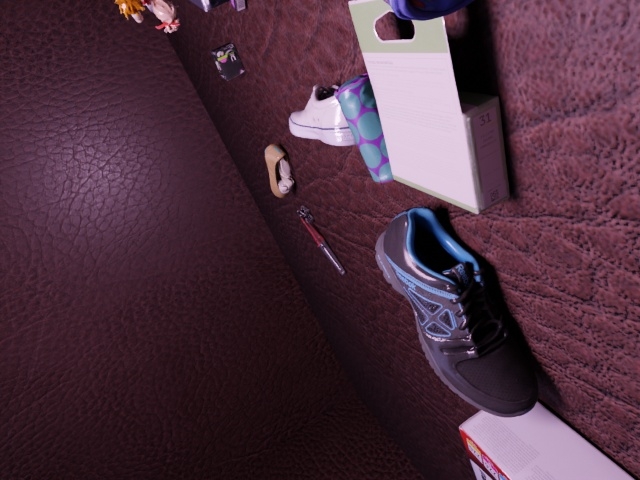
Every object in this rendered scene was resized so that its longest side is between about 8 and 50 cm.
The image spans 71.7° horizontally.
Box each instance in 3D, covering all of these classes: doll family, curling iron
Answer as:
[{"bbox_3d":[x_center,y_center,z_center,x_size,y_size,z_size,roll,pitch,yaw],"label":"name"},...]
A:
[{"bbox_3d":[-0.305,-0.411,0.642,0.163,0.118,0.263,54,168,32],"label":"doll family"},{"bbox_3d":[0.000,0.000,1.472,0.274,0.035,0.068,58,169,10],"label":"curling iron"}]

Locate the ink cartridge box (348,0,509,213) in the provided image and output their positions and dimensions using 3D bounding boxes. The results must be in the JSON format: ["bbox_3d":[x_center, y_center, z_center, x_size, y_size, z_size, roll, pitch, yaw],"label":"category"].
[{"bbox_3d":[0.122,-0.160,0.503,0.171,0.056,0.235,41,155,57],"label":"ink cartridge box"}]

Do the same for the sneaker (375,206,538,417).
[{"bbox_3d":[0.199,0.103,0.653,0.341,0.125,0.139,55,163,16],"label":"sneaker"}]

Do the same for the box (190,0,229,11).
[{"bbox_3d":[-0.175,-0.511,0.581,0.296,0.183,0.294,50,166,43],"label":"box"}]

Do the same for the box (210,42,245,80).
[{"bbox_3d":[-0.266,-0.513,1.272,0.052,0.062,0.083,42,158,53],"label":"box"}]

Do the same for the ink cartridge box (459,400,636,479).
[{"bbox_3d":[0.380,0.423,0.652,0.309,0.130,0.272,40,159,58],"label":"ink cartridge box"}]

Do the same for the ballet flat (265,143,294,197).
[{"bbox_3d":[-0.123,-0.203,1.408,0.073,0.080,0.232,36,159,29],"label":"ballet flat"}]

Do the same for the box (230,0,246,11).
[{"bbox_3d":[-0.210,-0.587,0.933,0.162,0.029,0.116,59,169,10],"label":"box"}]

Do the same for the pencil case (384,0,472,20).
[{"bbox_3d":[0.033,-0.310,0.349,0.306,0.133,0.119,56,-157,21],"label":"pencil case"}]

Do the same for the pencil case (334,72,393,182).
[{"bbox_3d":[0.080,-0.164,0.642,0.151,0.070,0.064,61,-166,-19],"label":"pencil case"}]

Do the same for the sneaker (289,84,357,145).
[{"bbox_3d":[0.012,-0.226,0.778,0.258,0.094,0.091,-145,49,-60],"label":"sneaker"}]
